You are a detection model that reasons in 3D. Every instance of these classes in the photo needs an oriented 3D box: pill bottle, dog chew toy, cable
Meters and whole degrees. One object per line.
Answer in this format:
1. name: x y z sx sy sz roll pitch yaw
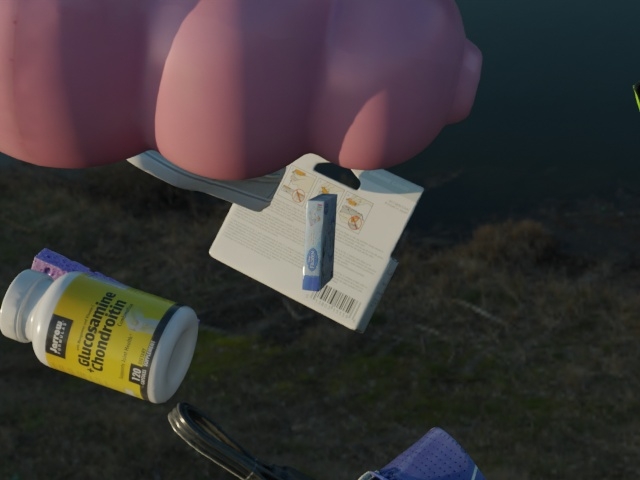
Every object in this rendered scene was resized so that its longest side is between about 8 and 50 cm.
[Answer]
1. pill bottle: -0.225 0.091 1.069 0.184 0.103 0.103 17 37 10
2. dog chew toy: -0.069 -0.128 0.636 0.332 0.206 0.206 13 32 1
3. cable: -0.081 0.317 1.345 0.072 0.287 0.139 -52 21 18

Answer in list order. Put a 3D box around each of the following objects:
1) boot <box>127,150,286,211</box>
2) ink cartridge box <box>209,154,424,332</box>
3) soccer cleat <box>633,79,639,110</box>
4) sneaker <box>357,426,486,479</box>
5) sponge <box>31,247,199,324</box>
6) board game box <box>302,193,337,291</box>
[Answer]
1. boot: -0.152 -0.133 1.478 0.258 0.123 0.095 17 19 -42
2. ink cartridge box: -0.003 -0.023 1.636 0.275 0.060 0.238 27 88 19
3. soccer cleat: 0.416 -0.122 1.233 0.060 0.072 0.178 -37 44 20
4. sneaker: 0.007 0.277 0.918 0.315 0.182 0.127 -44 34 -12
5. sponge: -0.260 0.103 1.275 0.210 0.117 0.031 25 28 1
6. board game box: 0.000 0.000 1.064 0.020 0.090 0.090 5 7 9
